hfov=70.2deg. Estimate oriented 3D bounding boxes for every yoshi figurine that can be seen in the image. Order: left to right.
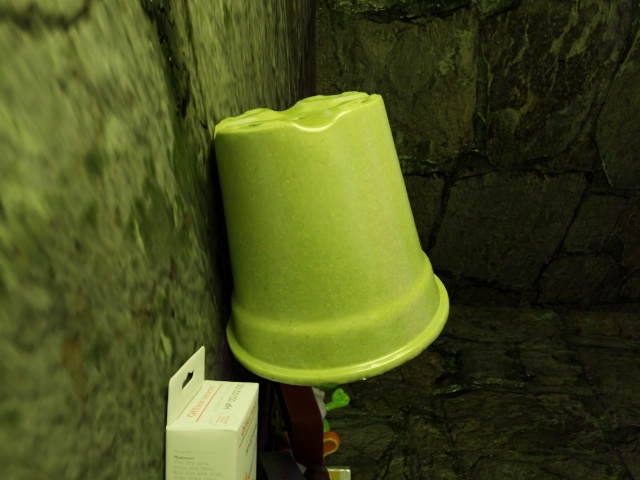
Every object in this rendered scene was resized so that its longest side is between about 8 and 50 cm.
[{"bbox_3d":[-0.009,0.494,1.457,0.362,0.203,0.203,-91,175,-71],"label":"yoshi figurine"}]

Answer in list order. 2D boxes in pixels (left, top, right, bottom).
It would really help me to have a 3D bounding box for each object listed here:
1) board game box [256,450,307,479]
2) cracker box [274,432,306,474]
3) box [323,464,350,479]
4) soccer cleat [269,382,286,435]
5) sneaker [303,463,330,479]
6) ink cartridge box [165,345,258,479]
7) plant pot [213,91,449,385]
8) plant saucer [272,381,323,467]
[{"bbox_3d":[-0.060,0.530,0.694,0.318,0.066,0.318,142,-48,-72],"label":"board game box"},{"bbox_3d":[-0.058,0.551,1.014,0.156,0.067,0.232,153,-67,-77],"label":"cracker box"},{"bbox_3d":[-0.012,0.748,1.385,0.103,0.203,0.114,88,3,-69],"label":"box"},{"bbox_3d":[-0.086,0.350,1.043,0.072,0.060,0.178,125,-25,-76],"label":"soccer cleat"},{"bbox_3d":[-0.019,0.486,0.784,0.071,0.066,0.188,-70,163,-78],"label":"sneaker"},{"bbox_3d":[-0.097,0.201,0.424,0.104,0.062,0.181,-65,156,-85],"label":"ink cartridge box"},{"bbox_3d":[-0.004,-0.025,0.523,0.276,0.276,0.253,-83,163,-65],"label":"plant pot"},{"bbox_3d":[-0.057,0.265,0.831,0.259,0.048,0.258,91,-20,-47],"label":"plant saucer"}]
